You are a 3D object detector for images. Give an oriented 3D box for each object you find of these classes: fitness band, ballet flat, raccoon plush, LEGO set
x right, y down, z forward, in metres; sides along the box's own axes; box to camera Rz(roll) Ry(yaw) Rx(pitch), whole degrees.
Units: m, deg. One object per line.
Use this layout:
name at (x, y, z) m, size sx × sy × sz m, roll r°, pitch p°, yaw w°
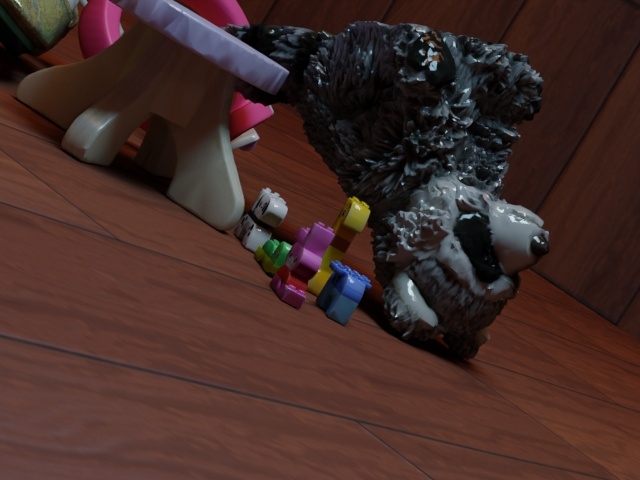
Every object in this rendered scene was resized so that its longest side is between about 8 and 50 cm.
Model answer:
fitness band at (-0.150, -0.198, 2.128) m, size 0.209 × 0.054 × 0.291 m, roll 61°, pitch 31°, yaw -2°
ballet flat at (-0.293, -0.260, 2.034) m, size 0.123 × 0.123 × 0.348 m, roll 30°, pitch -4°, yaw -8°
raccoon plush at (0.050, -0.051, 1.981) m, size 0.216 × 0.299 × 0.446 m, roll 14°, pitch -4°, yaw -38°
LEGO set at (0.000, 0.000, 1.754) m, size 0.087 × 0.093 × 0.227 m, roll 29°, pitch 7°, yaw -19°

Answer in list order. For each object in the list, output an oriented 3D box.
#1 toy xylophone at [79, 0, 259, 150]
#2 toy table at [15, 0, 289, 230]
toy xylophone at (-0.186, -0.214, 2.251) m, size 0.323 × 0.081 × 0.236 m, roll 55°, pitch -1°, yaw -26°
toy table at (-0.151, -0.140, 1.839) m, size 0.252 × 0.161 × 0.274 m, roll 34°, pitch 6°, yaw 26°
